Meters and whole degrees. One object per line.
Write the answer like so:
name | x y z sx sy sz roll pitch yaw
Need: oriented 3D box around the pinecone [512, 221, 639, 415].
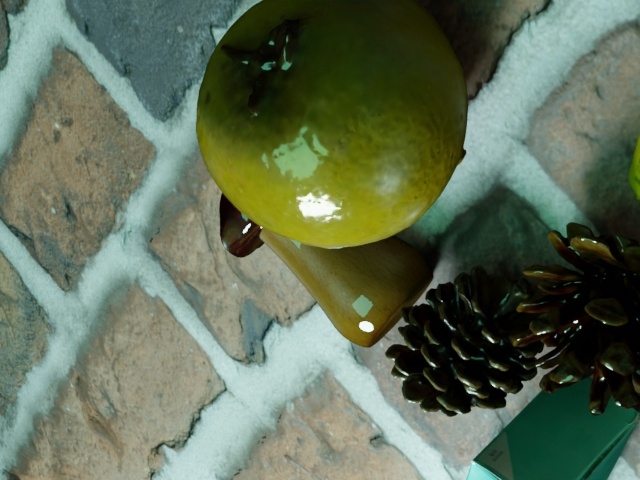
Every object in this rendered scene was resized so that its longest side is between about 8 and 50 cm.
pinecone | 0.327 0.098 1.553 0.229 0.202 0.201 36 96 3

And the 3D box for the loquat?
loquat | 0.030 -0.141 1.631 0.328 0.328 0.359 14 166 38

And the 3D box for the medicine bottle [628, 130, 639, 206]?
medicine bottle | 0.401 -0.162 1.418 0.111 0.076 0.309 27 129 28

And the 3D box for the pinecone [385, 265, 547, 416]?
pinecone | 0.198 0.126 1.708 0.212 0.185 0.168 -37 116 24

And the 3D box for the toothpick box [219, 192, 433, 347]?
toothpick box | 0.000 0.000 1.820 0.294 0.192 0.192 42 136 9

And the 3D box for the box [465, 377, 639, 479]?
box | 0.265 0.323 1.703 0.118 0.205 0.311 36 146 20
